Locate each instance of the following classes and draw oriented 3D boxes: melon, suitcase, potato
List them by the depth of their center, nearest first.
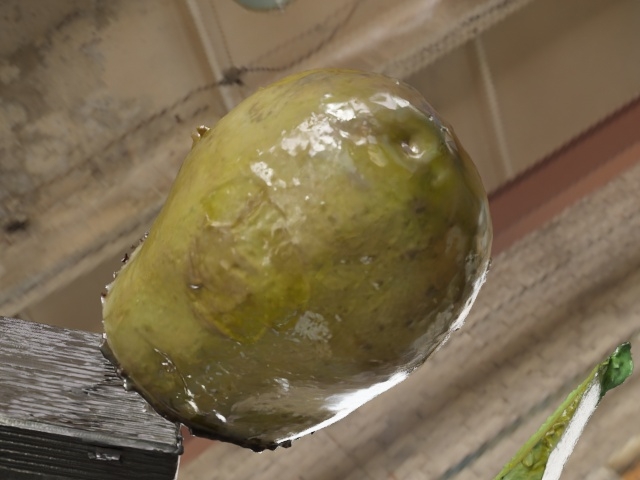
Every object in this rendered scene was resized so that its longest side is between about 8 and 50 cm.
[{"bbox_3d":[0.000,0.000,0.888,0.229,0.229,0.266,6,-33,-40],"label":"potato"},{"bbox_3d":[0.201,0.159,1.154,0.262,0.053,0.114,-42,-28,-45],"label":"melon"},{"bbox_3d":[-0.295,0.175,1.234,0.335,0.229,0.152,12,-71,-12],"label":"suitcase"}]
